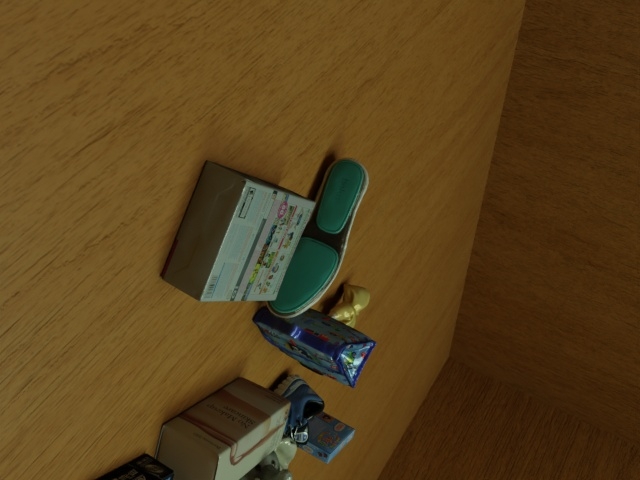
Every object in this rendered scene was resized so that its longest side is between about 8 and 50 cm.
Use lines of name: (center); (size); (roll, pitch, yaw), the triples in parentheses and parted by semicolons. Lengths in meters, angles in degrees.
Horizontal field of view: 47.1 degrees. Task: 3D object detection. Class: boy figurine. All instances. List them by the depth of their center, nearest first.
boy figurine: (0.045, 0.236, 2.080); (0.285, 0.092, 0.177); (-58, 157, -23)

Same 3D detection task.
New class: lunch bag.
lunch bag: (-0.017, 0.232, 1.743); (0.138, 0.221, 0.293); (-63, 159, -8)

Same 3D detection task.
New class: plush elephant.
plush elephant: (-0.120, 0.596, 1.703); (0.272, 0.330, 0.255); (-16, 105, -39)

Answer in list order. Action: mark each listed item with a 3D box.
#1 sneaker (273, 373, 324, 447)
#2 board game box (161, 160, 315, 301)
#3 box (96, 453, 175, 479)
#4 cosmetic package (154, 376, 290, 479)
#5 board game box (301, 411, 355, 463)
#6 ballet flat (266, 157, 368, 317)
sneaker: (-0.108, 0.478, 1.883); (0.330, 0.147, 0.130); (-37, 145, -41)
board game box: (-0.142, -0.006, 1.372); (0.224, 0.097, 0.303); (-67, 158, 4)
box: (-0.374, 0.510, 1.386); (0.180, 0.077, 0.147); (-8, 120, -66)
cosmetic package: (-0.207, 0.425, 1.597); (0.296, 0.153, 0.129); (-24, 132, -62)
board game box: (-0.031, 0.515, 2.021); (0.160, 0.211, 0.039); (-23, 132, -61)
ballet flat: (0.000, 0.000, 1.699); (0.400, 0.139, 0.139); (-64, 159, -7)
